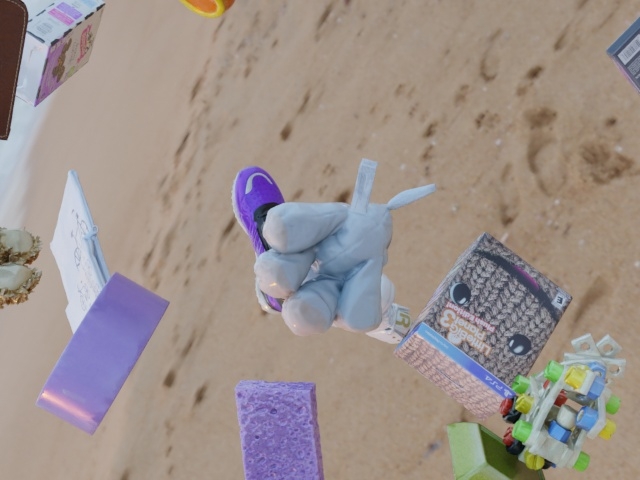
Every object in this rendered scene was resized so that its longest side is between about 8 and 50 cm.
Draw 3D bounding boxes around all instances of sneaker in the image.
[{"bbox_3d":[-0.076,-0.004,1.835,0.146,0.102,0.294,-5,101,64],"label":"sneaker"},{"bbox_3d":[0.135,0.141,2.029,0.292,0.169,0.108,147,138,-68],"label":"sneaker"}]

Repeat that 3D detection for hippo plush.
[{"bbox_3d":[0.000,0.000,1.581,0.236,0.234,0.294,-151,81,-74],"label":"hippo plush"}]

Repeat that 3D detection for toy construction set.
[{"bbox_3d":[0.382,0.245,1.527,0.215,0.151,0.327,-63,-13,19],"label":"toy construction set"}]

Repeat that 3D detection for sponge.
[{"bbox_3d":[-0.057,0.309,1.421,0.031,0.117,0.210,-45,-49,-69],"label":"sponge"}]

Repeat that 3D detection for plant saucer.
[{"bbox_3d":[0.292,0.366,1.519,0.045,0.188,0.188,-53,8,15],"label":"plant saucer"}]

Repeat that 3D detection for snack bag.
[{"bbox_3d":[-0.472,0.072,1.908,0.343,0.037,0.323,68,151,21],"label":"snack bag"}]

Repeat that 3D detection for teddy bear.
[{"bbox_3d":[-0.562,0.094,1.454,0.338,0.113,0.245,-34,44,-8],"label":"teddy bear"}]

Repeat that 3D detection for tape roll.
[{"bbox_3d":[-0.266,0.138,1.194,0.189,0.080,0.189,-58,6,10],"label":"tape roll"}]

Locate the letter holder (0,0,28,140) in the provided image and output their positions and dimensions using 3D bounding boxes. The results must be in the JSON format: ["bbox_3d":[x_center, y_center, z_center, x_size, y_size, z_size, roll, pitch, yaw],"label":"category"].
[{"bbox_3d":[-0.572,-0.268,1.298,0.152,0.301,0.215,40,121,43],"label":"letter holder"}]

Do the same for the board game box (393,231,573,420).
[{"bbox_3d":[0.334,0.174,1.986,0.291,0.232,0.141,-52,-3,-28],"label":"board game box"}]

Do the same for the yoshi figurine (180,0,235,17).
[{"bbox_3d":[-0.029,-0.396,0.979,0.203,0.203,0.362,10,64,32],"label":"yoshi figurine"}]

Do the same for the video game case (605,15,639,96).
[{"bbox_3d":[0.607,-0.291,1.584,0.196,0.274,0.026,-46,34,8],"label":"video game case"}]

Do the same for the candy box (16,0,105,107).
[{"bbox_3d":[-0.517,-0.382,1.899,0.196,0.070,0.165,-57,0,-45],"label":"candy box"}]
